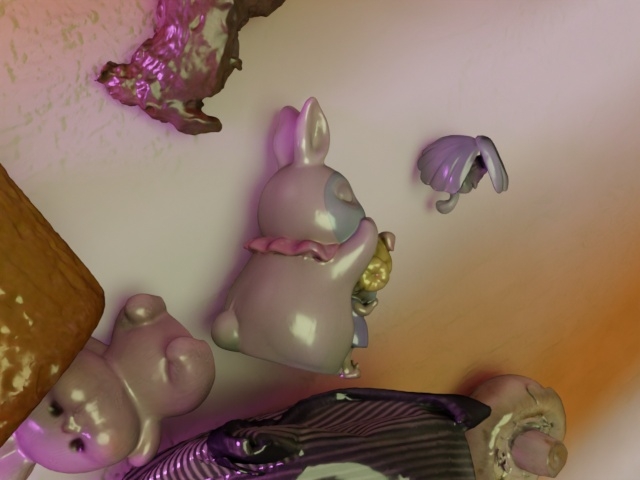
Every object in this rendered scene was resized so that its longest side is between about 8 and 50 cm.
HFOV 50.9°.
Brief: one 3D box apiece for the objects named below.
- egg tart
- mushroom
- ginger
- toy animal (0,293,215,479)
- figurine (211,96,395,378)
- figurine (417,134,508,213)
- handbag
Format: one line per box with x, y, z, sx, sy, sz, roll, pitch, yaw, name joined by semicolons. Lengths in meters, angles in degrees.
-0.240;0.040;0.406;0.171;0.215;0.215;41;73;-15;egg tart
0.234;0.240;0.812;0.154;0.122;0.154;-10;109;-33;mushroom
-0.080;-0.231;0.585;0.122;0.084;0.290;30;82;-10;ginger
-0.189;0.138;0.524;0.212;0.124;0.124;-33;112;-30;toy animal
0.000;0.000;0.629;0.155;0.127;0.236;17;83;-15;figurine
0.157;-0.082;0.754;0.082;0.086;0.095;44;29;-44;figurine
0.008;0.258;0.569;0.340;0.240;0.247;4;65;-35;handbag
